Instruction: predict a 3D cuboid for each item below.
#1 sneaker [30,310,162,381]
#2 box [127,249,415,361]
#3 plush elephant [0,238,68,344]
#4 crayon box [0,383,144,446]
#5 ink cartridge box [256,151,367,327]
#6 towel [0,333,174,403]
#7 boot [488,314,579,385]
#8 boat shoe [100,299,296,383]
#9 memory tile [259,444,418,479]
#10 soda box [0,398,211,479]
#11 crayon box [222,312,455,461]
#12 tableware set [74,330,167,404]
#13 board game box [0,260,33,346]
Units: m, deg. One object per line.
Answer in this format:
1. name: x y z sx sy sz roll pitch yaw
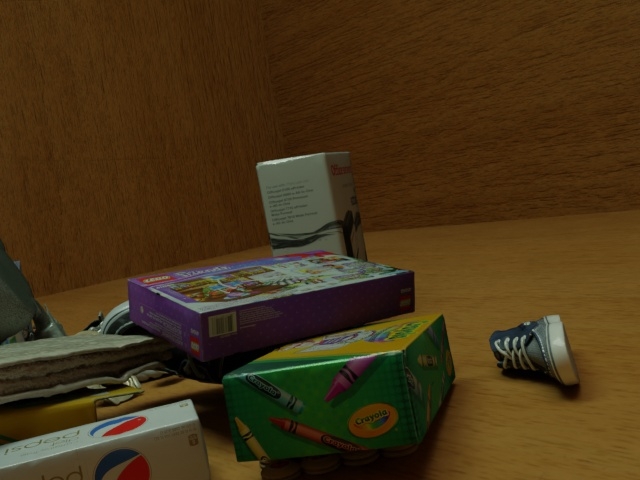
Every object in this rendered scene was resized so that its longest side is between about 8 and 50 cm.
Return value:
1. sneaker: -0.318 0.165 1.159 0.281 0.115 0.105 -12 5 -23
2. box: -0.059 0.068 0.895 0.293 0.057 0.201 -8 12 -34
3. plush elephant: -0.508 0.098 0.921 0.255 0.330 0.272 -34 29 -8
4. crayon box: -0.370 0.207 0.762 0.323 0.083 0.203 -3 0 -35
5. ink cartridge box: 0.000 0.000 1.318 0.129 0.307 0.223 -9 5 14
6. towel: -0.316 0.140 0.813 0.187 0.049 0.282 -6 -3 34
7. boot: 0.234 0.127 0.817 0.086 0.069 0.190 -16 -5 15
8. boat shoe: -0.140 0.141 0.963 0.301 0.108 0.102 10 10 -7
9. memory tile: 0.012 0.195 0.706 0.148 0.012 0.113 -11 4 -7
10. soda box: -0.213 0.209 0.664 0.216 0.069 0.074 -12 5 -15
11. crayon box: 0.035 0.139 0.742 0.165 0.081 0.278 -11 -2 16
12. tableware set: -0.289 0.167 1.090 0.141 0.020 0.168 40 38 23
13. board game box: -0.533 0.146 1.257 0.039 0.211 0.160 -11 5 -7
